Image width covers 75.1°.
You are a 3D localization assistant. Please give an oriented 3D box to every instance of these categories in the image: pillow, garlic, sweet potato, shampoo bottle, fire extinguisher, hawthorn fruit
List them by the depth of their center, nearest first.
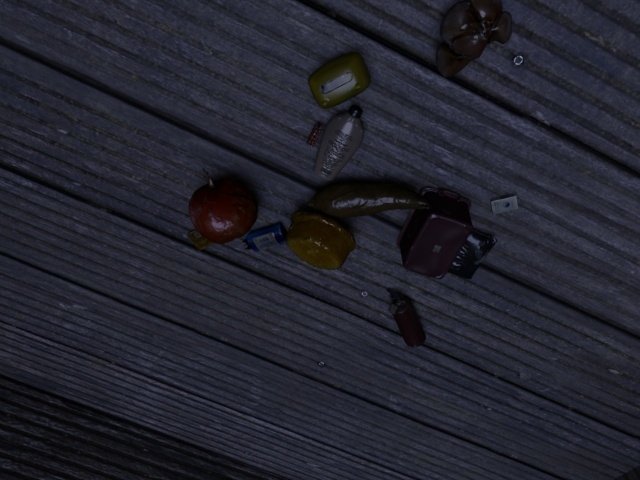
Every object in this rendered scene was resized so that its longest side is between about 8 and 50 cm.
[{"bbox_3d":[0.394,-0.560,1.114,0.213,0.191,0.160,-21,93,34],"label":"garlic"},{"bbox_3d":[0.063,-0.321,1.361,0.127,0.078,0.257,28,125,-4],"label":"shampoo bottle"},{"bbox_3d":[0.163,-0.140,1.427,0.421,0.131,0.131,2,124,15],"label":"sweet potato"},{"bbox_3d":[-0.356,-0.132,1.470,0.241,0.242,0.272,-16,116,18],"label":"hawthorn fruit"},{"bbox_3d":[0.547,0.052,1.545,0.141,0.055,0.209,19,126,-4],"label":"pillow"},{"bbox_3d":[-0.220,-0.005,1.630,0.182,0.050,0.087,-17,121,18],"label":"shampoo bottle"},{"bbox_3d":[0.350,0.318,1.732,0.104,0.105,0.269,-18,119,19],"label":"fire extinguisher"}]

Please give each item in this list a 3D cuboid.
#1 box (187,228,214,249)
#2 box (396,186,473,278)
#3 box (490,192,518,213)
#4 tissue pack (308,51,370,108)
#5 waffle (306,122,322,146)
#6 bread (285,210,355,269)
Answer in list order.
[{"bbox_3d":[-0.451,-0.023,1.671,0.156,0.022,0.089,-24,115,22],"label":"box"},{"bbox_3d":[0.400,-0.016,1.459,0.193,0.168,0.294,16,124,-4],"label":"box"},{"bbox_3d":[0.633,-0.126,1.435,0.083,0.024,0.054,-13,118,18],"label":"box"},{"bbox_3d":[0.055,-0.473,1.236,0.178,0.127,0.123,-21,115,20],"label":"tissue pack"},{"bbox_3d":[-0.018,-0.347,1.359,0.029,0.075,0.083,25,110,-14],"label":"waffle"},{"bbox_3d":[0.000,0.000,1.500,0.268,0.146,0.268,20,157,9],"label":"bread"}]
